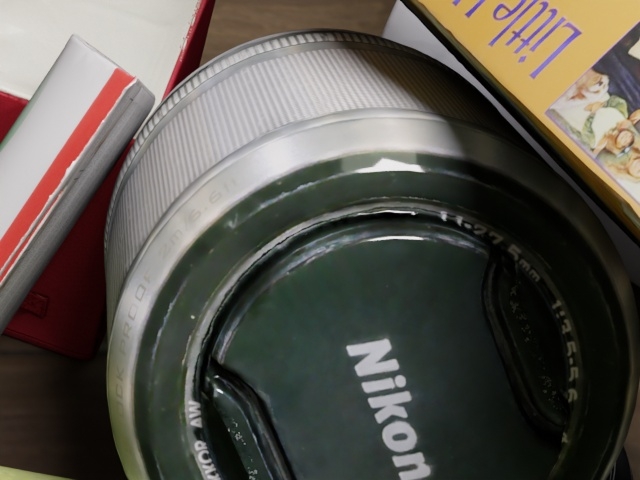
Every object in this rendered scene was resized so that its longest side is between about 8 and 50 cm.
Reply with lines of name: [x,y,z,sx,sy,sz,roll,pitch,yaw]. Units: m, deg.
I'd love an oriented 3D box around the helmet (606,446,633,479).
helmet: [0.093,0.145,0.972,0.169,0.169,0.161,7,65,-12]

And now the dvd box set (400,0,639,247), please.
dvd box set: [0.152,-0.024,0.764,0.307,0.062,0.420,42,8,-31]

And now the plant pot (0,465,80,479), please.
plant pot: [-0.158,0.203,0.781,0.254,0.276,0.276,6,47,-28]

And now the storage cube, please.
storage cube: [-0.179,-0.081,1.051,0.184,0.193,0.215,18,47,-2]

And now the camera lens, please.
camera lens: [0.011,0.025,0.815,0.219,0.219,0.274,10,16,-10]

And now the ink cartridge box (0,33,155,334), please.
ink cartridge box: [-0.147,-0.009,0.809,0.056,0.225,0.181,34,90,-2]

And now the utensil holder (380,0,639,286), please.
utensil holder: [0.274,-0.111,1.143,0.385,0.327,0.327,33,48,9]
